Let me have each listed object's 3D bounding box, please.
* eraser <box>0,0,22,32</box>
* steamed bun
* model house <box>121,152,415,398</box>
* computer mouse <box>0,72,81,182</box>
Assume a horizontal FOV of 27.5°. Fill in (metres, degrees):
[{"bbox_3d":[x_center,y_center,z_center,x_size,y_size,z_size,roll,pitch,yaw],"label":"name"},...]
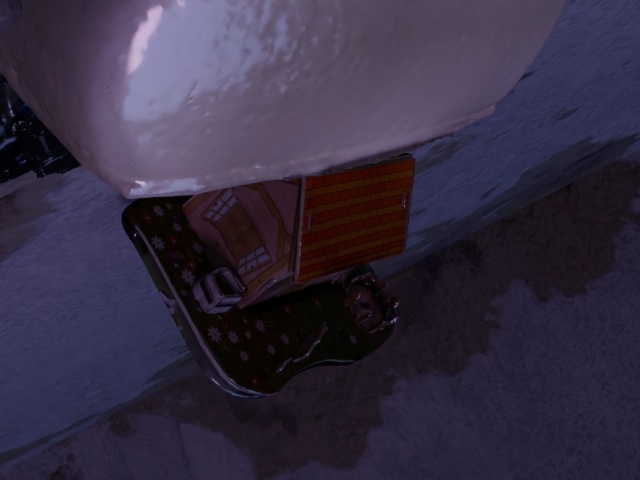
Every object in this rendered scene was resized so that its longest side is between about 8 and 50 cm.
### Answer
[{"bbox_3d":[-0.279,-0.041,0.447,0.352,0.111,0.077,-30,168,11],"label":"eraser"},{"bbox_3d":[-0.009,-0.128,0.530,0.241,0.146,0.164,-15,136,-38],"label":"steamed bun"},{"bbox_3d":[0.000,-0.001,1.171,0.154,0.207,0.294,-38,167,32],"label":"model house"},{"bbox_3d":[-0.101,-0.112,0.672,0.241,0.077,0.146,-30,171,-12],"label":"computer mouse"}]
